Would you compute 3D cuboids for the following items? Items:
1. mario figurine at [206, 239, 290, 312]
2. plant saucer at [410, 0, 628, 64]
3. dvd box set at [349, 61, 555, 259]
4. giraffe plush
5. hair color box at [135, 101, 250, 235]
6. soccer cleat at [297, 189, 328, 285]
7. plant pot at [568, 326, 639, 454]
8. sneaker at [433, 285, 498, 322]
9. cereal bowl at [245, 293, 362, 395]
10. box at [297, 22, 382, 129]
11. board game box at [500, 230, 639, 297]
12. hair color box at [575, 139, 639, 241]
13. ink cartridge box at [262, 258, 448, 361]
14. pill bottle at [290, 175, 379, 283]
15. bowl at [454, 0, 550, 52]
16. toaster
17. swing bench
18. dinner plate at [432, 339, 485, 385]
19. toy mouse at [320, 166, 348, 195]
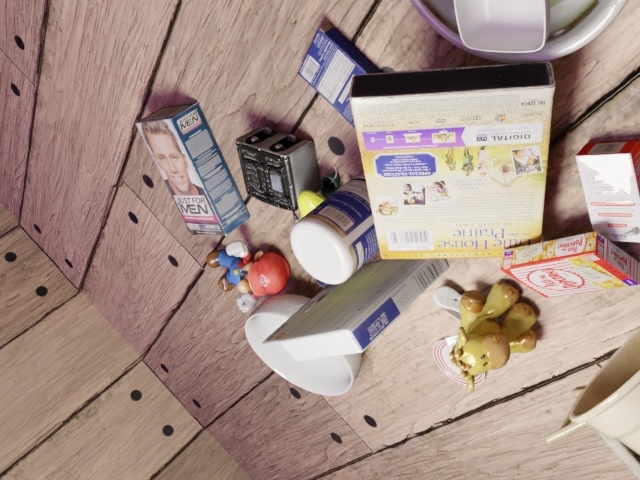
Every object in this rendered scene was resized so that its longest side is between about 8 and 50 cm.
[{"bbox_3d":[-0.223,0.100,2.036,0.198,0.170,0.320,27,166,-32],"label":"mario figurine"},{"bbox_3d":[0.280,-0.458,1.046,0.400,0.100,0.400,27,139,27],"label":"plant saucer"},{"bbox_3d":[0.232,-0.115,1.259,0.308,0.062,0.420,-2,142,13],"label":"dvd box set"},{"bbox_3d":[0.331,0.206,1.493,0.210,0.170,0.181,-38,91,27],"label":"giraffe plush"},{"bbox_3d":[-0.340,-0.185,1.959,0.174,0.105,0.347,3,124,45],"label":"hair color box"},{"bbox_3d":[0.001,0.001,1.707,0.093,0.121,0.289,21,151,30],"label":"soccer cleat"},{"bbox_3d":[0.623,0.266,1.135,0.305,0.334,0.334,43,145,15],"label":"plant pot"},{"bbox_3d":[0.323,0.153,1.624,0.158,0.061,0.065,35,173,11],"label":"sneaker"},{"bbox_3d":[-0.029,0.265,1.994,0.339,0.141,0.339,23,143,19],"label":"cereal bowl"},{"bbox_3d":[0.062,-0.311,1.470,0.225,0.036,0.136,46,145,6],"label":"box"},{"bbox_3d":[0.448,0.047,1.316,0.147,0.045,0.193,27,153,-31],"label":"board game box"},{"bbox_3d":[0.492,-0.080,1.212,0.093,0.053,0.167,3,123,44],"label":"hair color box"},{"bbox_3d":[0.075,0.147,1.634,0.330,0.324,0.071,-20,105,53],"label":"ink cartridge box"},{"bbox_3d":[0.075,-0.040,1.513,0.153,0.265,0.153,29,140,28],"label":"pill bottle"},{"bbox_3d":[0.263,-0.344,1.038,0.142,0.053,0.142,14,133,38],"label":"bowl"},{"bbox_3d":[-0.097,-0.163,1.714,0.168,0.110,0.185,21,136,35],"label":"toaster"},{"bbox_3d":[0.635,0.403,1.421,0.253,0.165,0.255,51,139,-1],"label":"swing bench"},{"bbox_3d":[0.335,0.291,1.757,0.141,0.017,0.141,29,141,26],"label":"dinner plate"},{"bbox_3d":[0.052,-0.114,1.668,0.161,0.031,0.143,13,132,39],"label":"toy mouse"}]
